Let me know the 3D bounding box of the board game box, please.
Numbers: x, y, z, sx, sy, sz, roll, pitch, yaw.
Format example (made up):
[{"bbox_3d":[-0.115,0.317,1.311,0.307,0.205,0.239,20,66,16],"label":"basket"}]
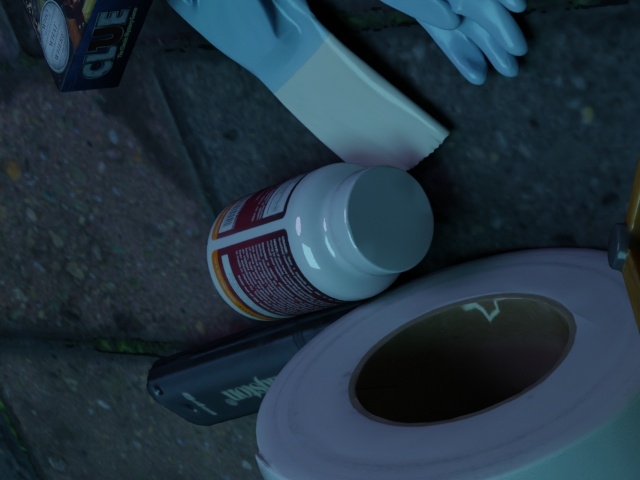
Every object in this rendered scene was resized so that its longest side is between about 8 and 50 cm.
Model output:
[{"bbox_3d":[-0.131,-0.225,0.905,0.165,0.042,0.243,64,146,25],"label":"board game box"}]

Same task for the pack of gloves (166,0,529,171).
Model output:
[{"bbox_3d":[0.007,-0.155,0.905,0.232,0.046,0.195,41,141,-8],"label":"pack of gloves"}]

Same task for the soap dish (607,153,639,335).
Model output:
[{"bbox_3d":[0.207,-0.044,0.635,0.118,0.229,0.290,5,120,-2],"label":"soap dish"}]

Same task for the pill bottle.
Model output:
[{"bbox_3d":[0.000,0.000,0.974,0.152,0.086,0.086,-16,109,56],"label":"pill bottle"}]

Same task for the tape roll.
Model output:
[{"bbox_3d":[0.104,0.134,0.881,0.246,0.246,0.169,0,120,41],"label":"tape roll"}]

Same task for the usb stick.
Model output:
[{"bbox_3d":[-0.024,0.084,1.095,0.077,0.045,0.278,28,150,-30],"label":"usb stick"}]
